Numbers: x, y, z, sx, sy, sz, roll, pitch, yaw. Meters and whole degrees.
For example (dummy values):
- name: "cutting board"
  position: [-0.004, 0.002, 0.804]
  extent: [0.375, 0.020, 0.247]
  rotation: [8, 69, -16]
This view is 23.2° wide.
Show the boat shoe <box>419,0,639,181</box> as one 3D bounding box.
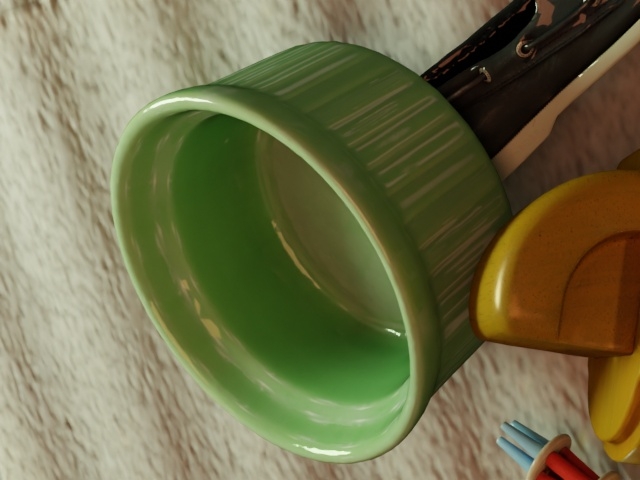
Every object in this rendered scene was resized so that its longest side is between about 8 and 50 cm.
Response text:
- name: "boat shoe"
  position: [0.173, -0.179, 1.101]
  extent: [0.113, 0.127, 0.340]
  rotation: [37, 126, -7]

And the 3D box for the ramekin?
- name: "ramekin"
  position: [0.000, 0.000, 1.160]
  extent: [0.303, 0.148, 0.303]
  rotation: [28, 136, 31]

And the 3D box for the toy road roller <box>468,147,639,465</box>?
- name: "toy road roller"
  position: [0.230, -0.018, 1.009]
  extent: [0.240, 0.202, 0.329]
  rotation: [9, 84, -2]

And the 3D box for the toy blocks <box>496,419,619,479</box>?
- name: "toy blocks"
  position: [0.202, 0.214, 1.252]
  extent: [0.148, 0.054, 0.123]
  rotation: [37, 149, 29]
